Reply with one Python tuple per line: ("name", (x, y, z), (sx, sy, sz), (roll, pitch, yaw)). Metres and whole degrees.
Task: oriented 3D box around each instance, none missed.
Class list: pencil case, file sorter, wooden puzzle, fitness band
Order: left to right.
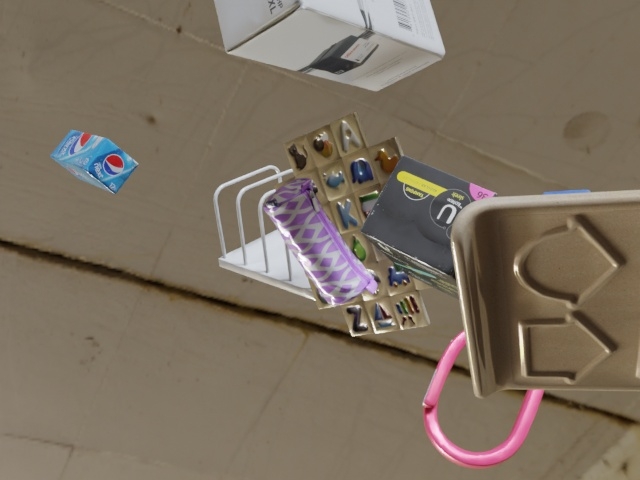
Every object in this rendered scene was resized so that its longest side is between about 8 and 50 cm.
("file sorter", (-0.048, -0.030, 1.459), (0.193, 0.278, 0.173), (-27, -60, -39))
("pencil case", (0.000, 0.000, 1.129), (0.088, 0.086, 0.206), (-18, -64, 34))
("fitness band", (0.322, 0.303, 1.494), (0.209, 0.290, 0.054), (25, -22, 12))
("wooden puzzle", (0.323, 0.050, 0.791), (0.348, 0.080, 0.322), (-6, -43, 12))

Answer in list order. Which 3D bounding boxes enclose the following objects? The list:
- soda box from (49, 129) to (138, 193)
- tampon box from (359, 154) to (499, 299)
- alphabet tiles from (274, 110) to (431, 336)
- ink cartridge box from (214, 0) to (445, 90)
("soda box", (-0.399, -0.141, 1.325), (0.071, 0.210, 0.067), (42, -104, -33))
("tampon box", (0.142, -0.005, 0.854), (0.101, 0.120, 0.161), (-60, -30, -5))
("alphabet tiles", (0.054, -0.016, 1.200), (0.011, 0.342, 0.285), (-22, 3, -43))
("ink cartridge box", (0.005, -0.334, 0.965), (0.129, 0.223, 0.307), (-21, -13, 37))
